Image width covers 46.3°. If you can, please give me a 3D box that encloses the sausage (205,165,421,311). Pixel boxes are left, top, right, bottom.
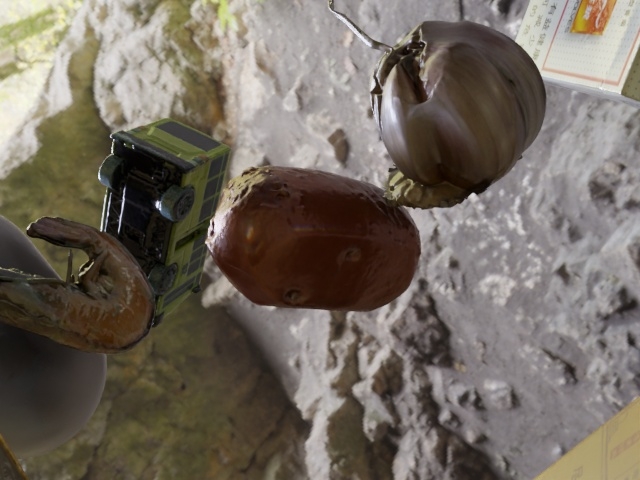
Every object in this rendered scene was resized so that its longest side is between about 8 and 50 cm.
[{"bbox_3d":[0.001,0.001,0.837,0.268,0.153,0.141,8,-155,-39],"label":"sausage"}]

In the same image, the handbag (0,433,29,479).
[{"bbox_3d":[-0.238,0.162,0.477,0.127,0.063,0.190,-37,85,38],"label":"handbag"}]

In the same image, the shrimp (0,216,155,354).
[{"bbox_3d":[-0.277,0.036,0.754,0.052,0.144,0.251,-30,142,32],"label":"shrimp"}]

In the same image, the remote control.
[{"bbox_3d":[-0.392,0.103,0.884,0.103,0.221,0.332,-23,107,41],"label":"remote control"}]

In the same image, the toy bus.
[{"bbox_3d":[-0.224,-0.025,1.049,0.128,0.150,0.262,26,121,15],"label":"toy bus"}]

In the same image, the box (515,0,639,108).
[{"bbox_3d":[0.375,-0.292,0.965,0.095,0.210,0.330,14,-165,-13],"label":"box"}]

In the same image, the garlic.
[{"bbox_3d":[0.095,-0.135,0.779,0.256,0.207,0.207,25,158,15],"label":"garlic"}]

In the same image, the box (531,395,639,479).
[{"bbox_3d":[0.335,0.247,0.657,0.115,0.264,0.415,32,127,-2],"label":"box"}]
